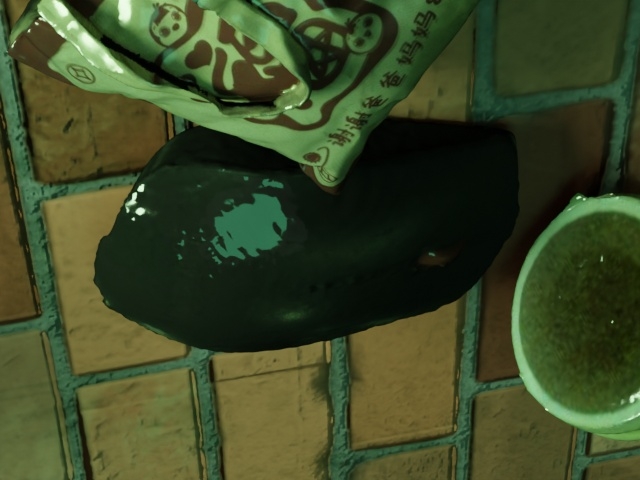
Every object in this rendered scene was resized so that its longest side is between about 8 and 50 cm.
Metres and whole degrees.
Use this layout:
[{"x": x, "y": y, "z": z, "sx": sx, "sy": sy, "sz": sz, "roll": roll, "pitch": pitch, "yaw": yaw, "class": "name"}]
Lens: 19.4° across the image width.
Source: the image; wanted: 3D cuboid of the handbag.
[{"x": -0.032, "y": -0.130, "z": 1.047, "sx": 0.235, "sy": 0.127, "sz": 0.213, "roll": 17, "pitch": 134, "yaw": -27, "class": "handbag"}]

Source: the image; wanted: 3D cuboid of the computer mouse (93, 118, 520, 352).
[{"x": 0.001, "y": 0.004, "z": 1.225, "sx": 0.295, "sy": 0.087, "sz": 0.168, "roll": -3, "pitch": 132, "yaw": -17, "class": "computer mouse"}]

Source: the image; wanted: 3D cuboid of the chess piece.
[{"x": 0.289, "y": 0.068, "z": 1.356, "sx": 0.298, "sy": 0.175, "sz": 0.176, "roll": 12, "pitch": 131, "yaw": -45, "class": "chess piece"}]
